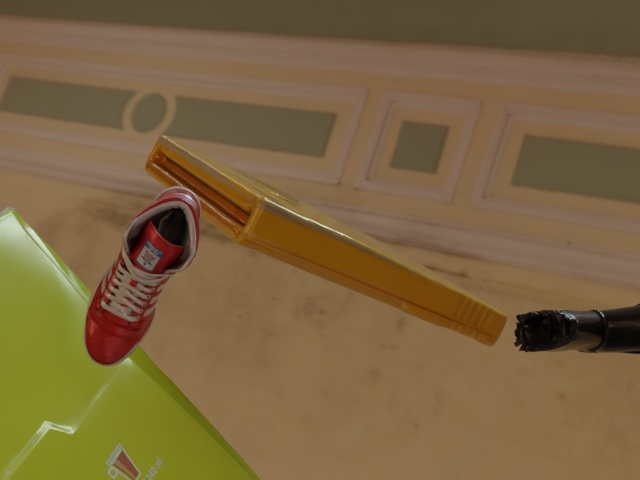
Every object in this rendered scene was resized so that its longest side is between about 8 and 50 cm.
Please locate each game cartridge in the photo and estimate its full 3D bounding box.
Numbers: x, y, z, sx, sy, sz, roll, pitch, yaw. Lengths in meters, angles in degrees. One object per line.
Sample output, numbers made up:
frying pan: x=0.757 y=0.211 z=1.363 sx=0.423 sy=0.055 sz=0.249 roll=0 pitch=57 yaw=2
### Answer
game cartridge: x=0.000 y=0.000 z=0.960 sx=0.053 sy=0.323 sz=0.285 roll=-62 pitch=-148 yaw=3

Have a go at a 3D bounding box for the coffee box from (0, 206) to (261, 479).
coffee box: x=-0.288 y=0.245 z=0.653 sx=0.334 sy=0.338 sz=0.338 roll=-32 pitch=-165 yaw=29

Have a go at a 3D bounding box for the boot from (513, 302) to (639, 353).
boot: x=0.232 y=0.073 z=0.762 sx=0.121 sy=0.099 sz=0.045 roll=-16 pitch=-109 yaw=47

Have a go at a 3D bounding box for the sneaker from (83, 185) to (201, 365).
sneaker: x=-0.105 y=0.023 z=0.525 sx=0.042 sy=0.067 sz=0.118 roll=27 pitch=-89 yaw=-10
